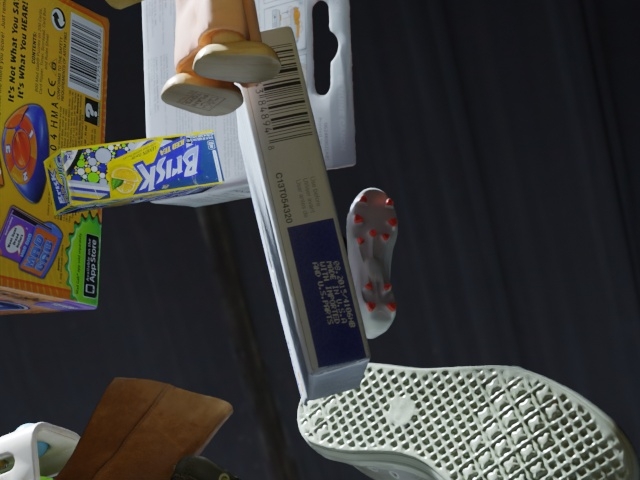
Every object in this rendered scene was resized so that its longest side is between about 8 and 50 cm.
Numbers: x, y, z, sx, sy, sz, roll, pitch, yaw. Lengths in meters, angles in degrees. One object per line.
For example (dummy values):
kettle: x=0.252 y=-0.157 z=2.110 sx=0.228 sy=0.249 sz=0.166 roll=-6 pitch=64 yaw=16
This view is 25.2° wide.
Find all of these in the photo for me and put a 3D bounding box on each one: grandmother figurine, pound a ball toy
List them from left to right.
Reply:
pound a ball toy: x=-0.479 y=0.372 z=2.107 sx=0.319 sy=0.136 sz=0.208 roll=-22 pitch=-29 yaw=24
grandmother figurine: x=-0.102 y=-0.288 z=1.300 sx=0.104 sy=0.342 sz=0.208 roll=14 pitch=-27 yaw=-38

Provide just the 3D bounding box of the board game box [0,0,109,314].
board game box: x=-0.489 y=-0.110 z=1.608 sx=0.356 sy=0.357 sz=0.356 roll=-4 pitch=-11 yaw=26

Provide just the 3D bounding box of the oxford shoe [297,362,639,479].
oxford shoe: x=0.172 y=0.229 z=1.623 sx=0.449 sy=0.130 sz=0.169 roll=6 pitch=67 yaw=43

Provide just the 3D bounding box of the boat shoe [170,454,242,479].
boat shoe: x=-0.052 y=0.274 z=1.339 sx=0.109 sy=0.091 sz=0.305 roll=11 pitch=-13 yaw=33

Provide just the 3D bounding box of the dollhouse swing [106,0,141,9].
dollhouse swing: x=-0.101 y=-0.376 z=0.831 sx=0.305 sy=0.347 sz=0.315 roll=-32 pitch=-24 yaw=7

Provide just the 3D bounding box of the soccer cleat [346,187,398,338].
soccer cleat: x=0.060 y=0.028 z=1.787 sx=0.068 sy=0.196 sz=0.076 roll=6 pitch=-29 yaw=-13

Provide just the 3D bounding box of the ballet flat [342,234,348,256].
ballet flat: x=0.000 y=0.000 z=2.029 sx=0.058 sy=0.250 sz=0.084 roll=24 pitch=78 yaw=33

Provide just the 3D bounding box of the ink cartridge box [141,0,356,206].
ink cartridge box: x=-0.079 y=-0.218 z=1.860 sx=0.385 sy=0.308 sz=0.091 roll=-7 pitch=-8 yaw=42

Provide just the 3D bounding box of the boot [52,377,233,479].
boot: x=-0.161 y=0.269 z=1.422 sx=0.264 sy=0.096 sz=0.280 roll=8 pitch=39 yaw=26

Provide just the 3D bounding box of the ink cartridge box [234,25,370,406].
ink cartridge box: x=-0.022 y=-0.008 z=1.442 sx=0.071 sy=0.324 sz=0.330 roll=-14 pitch=-10 yaw=-3

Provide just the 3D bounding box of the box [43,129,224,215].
box: x=-0.184 y=-0.068 z=1.427 sx=0.169 sy=0.059 sz=0.054 roll=-10 pitch=-4 yaw=-31
